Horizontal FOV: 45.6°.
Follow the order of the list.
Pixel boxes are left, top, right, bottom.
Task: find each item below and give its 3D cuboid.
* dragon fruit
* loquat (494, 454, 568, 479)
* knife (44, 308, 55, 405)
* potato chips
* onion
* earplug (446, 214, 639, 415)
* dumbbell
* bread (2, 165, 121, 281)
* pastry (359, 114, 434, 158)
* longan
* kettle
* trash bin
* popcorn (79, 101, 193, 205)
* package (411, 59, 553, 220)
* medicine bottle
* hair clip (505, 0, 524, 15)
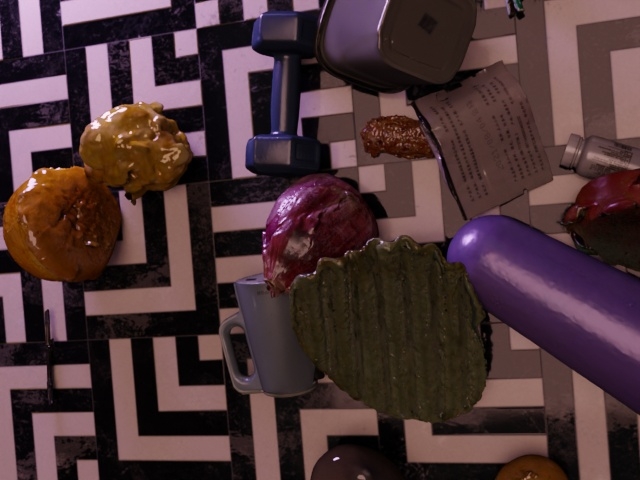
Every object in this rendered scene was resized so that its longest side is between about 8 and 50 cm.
[{"bbox_3d":[0.571,-0.034,1.308,0.295,0.268,0.130,1,53,43],"label":"dragon fruit"},{"bbox_3d":[0.398,0.469,1.426,0.141,0.141,0.141,1,92,16],"label":"loquat"},{"bbox_3d":[-0.627,0.269,1.765,0.021,0.045,0.222,-1,87,-21],"label":"knife"},{"bbox_3d":[0.130,0.183,1.430,0.358,0.070,0.429,-2,121,14],"label":"potato chips"},{"bbox_3d":[0.000,0.000,1.451,0.227,0.120,0.283,42,60,-6],"label":"onion"},{"bbox_3d":[0.438,0.107,1.370,0.456,0.215,0.215,32,100,16],"label":"earplug"},{"bbox_3d":[-0.069,-0.290,1.529,0.159,0.144,0.325,3,93,14],"label":"dumbbell"},{"bbox_3d":[-0.557,-0.032,1.634,0.145,0.268,0.268,-19,86,33],"label":"bread"},{"bbox_3d":[0.156,-0.206,1.507,0.169,0.063,0.087,4,95,15],"label":"pastry"},{"bbox_3d":[0.078,0.504,1.489,0.220,0.196,0.197,35,101,5],"label":"longan"},{"bbox_3d":[-0.105,0.192,1.549,0.210,0.160,0.243,-6,95,7],"label":"kettle"},{"bbox_3d":[0.139,-0.386,1.390,0.219,0.250,0.220,15,98,-22],"label":"trash bin"},{"bbox_3d":[-0.395,-0.191,1.603,0.253,0.190,0.191,-19,80,20],"label":"popcorn"},{"bbox_3d":[0.309,-0.190,1.435,0.203,0.062,0.251,-25,88,-4],"label":"package"},{"bbox_3d":[0.518,-0.147,1.397,0.140,0.079,0.079,20,97,15],"label":"medicine bottle"},{"bbox_3d":[0.358,-0.515,1.455,0.049,0.049,0.173,-19,85,16],"label":"hair clip"}]
